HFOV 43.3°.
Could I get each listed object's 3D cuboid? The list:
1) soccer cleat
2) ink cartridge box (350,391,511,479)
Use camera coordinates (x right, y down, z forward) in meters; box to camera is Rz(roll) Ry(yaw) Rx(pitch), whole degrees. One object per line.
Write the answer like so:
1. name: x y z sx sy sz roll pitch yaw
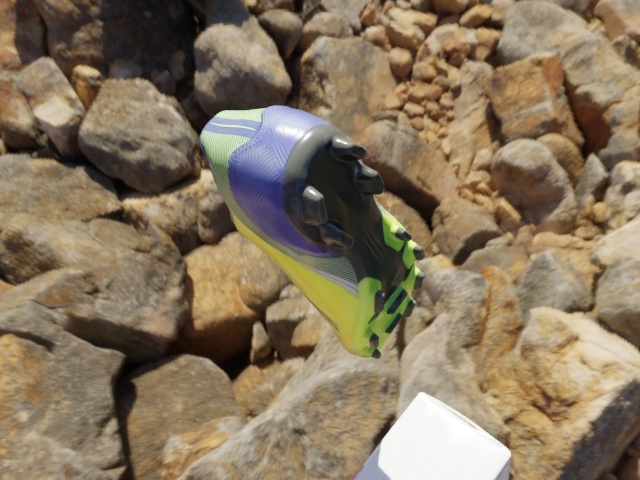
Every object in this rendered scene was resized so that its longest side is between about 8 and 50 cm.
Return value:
1. soccer cleat: 0.001 -0.001 0.614 0.121 0.289 0.093 22 69 29
2. ink cartridge box: 0.081 0.246 0.684 0.092 0.218 0.158 32 69 28
